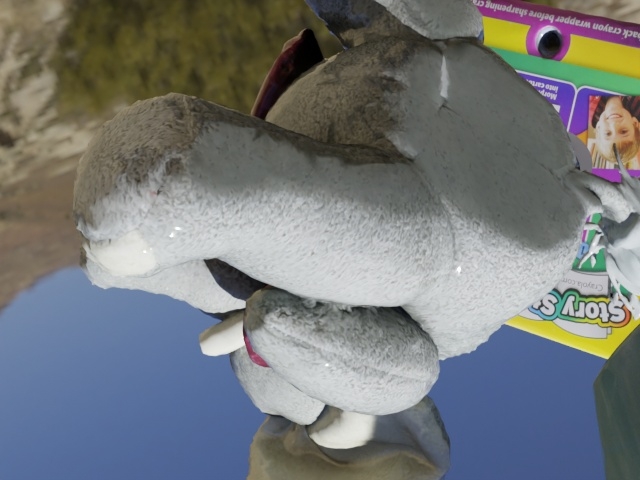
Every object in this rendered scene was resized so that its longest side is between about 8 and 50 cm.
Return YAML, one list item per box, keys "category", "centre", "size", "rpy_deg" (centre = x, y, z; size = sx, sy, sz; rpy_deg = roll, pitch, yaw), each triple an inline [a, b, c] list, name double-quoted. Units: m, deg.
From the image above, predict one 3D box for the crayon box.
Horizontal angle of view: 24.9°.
- category: "crayon box"
  centre: [0.223, -0.072, 1.435]
  size: [0.363, 0.313, 0.106]
  rpy_deg: [19, -167, 34]

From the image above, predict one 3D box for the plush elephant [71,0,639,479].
- category: "plush elephant"
  centre: [0.000, 0.000, 0.744]
  size: [0.255, 0.330, 0.271]
  rpy_deg: [-40, -146, 43]

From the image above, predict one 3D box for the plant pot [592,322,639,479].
- category: "plant pot"
  centre: [0.298, 0.115, 0.954]
  size: [0.166, 0.165, 0.234]
  rpy_deg: [7, 156, -28]

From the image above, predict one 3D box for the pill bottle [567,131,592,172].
- category: "pill bottle"
  centre: [0.163, -0.040, 1.121]
  size: [0.067, 0.067, 0.120]
  rpy_deg: [-25, 169, -22]
